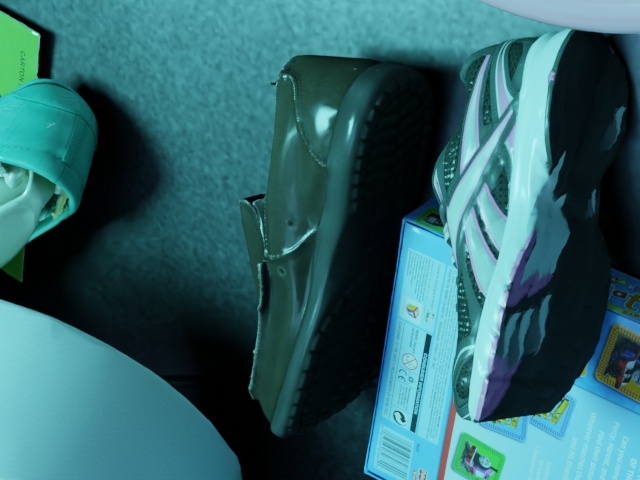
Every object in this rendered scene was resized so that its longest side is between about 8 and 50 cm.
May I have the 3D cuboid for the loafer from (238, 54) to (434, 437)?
[{"bbox_3d":[0.000,0.000,0.786,0.078,0.080,0.220,33,125,32],"label":"loafer"}]

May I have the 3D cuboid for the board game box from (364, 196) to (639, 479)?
[{"bbox_3d":[0.126,0.089,0.752,0.211,0.039,0.160,25,125,26],"label":"board game box"}]

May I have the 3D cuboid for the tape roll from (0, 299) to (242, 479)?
[{"bbox_3d":[-0.192,0.146,0.904,0.286,0.100,0.286,14,146,10],"label":"tape roll"}]

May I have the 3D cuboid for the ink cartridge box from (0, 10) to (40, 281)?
[{"bbox_3d":[-0.298,-0.087,0.944,0.255,0.097,0.189,29,128,23],"label":"ink cartridge box"}]

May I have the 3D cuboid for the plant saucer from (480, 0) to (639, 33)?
[{"bbox_3d":[0.113,-0.243,0.558,0.332,0.084,0.332,17,122,30],"label":"plant saucer"}]

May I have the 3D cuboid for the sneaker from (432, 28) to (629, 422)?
[{"bbox_3d":[0.085,-0.007,0.698,0.077,0.072,0.178,9,84,48],"label":"sneaker"}]

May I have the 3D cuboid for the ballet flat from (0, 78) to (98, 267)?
[{"bbox_3d":[-0.225,0.001,0.898,0.247,0.087,0.083,-35,126,27],"label":"ballet flat"}]
